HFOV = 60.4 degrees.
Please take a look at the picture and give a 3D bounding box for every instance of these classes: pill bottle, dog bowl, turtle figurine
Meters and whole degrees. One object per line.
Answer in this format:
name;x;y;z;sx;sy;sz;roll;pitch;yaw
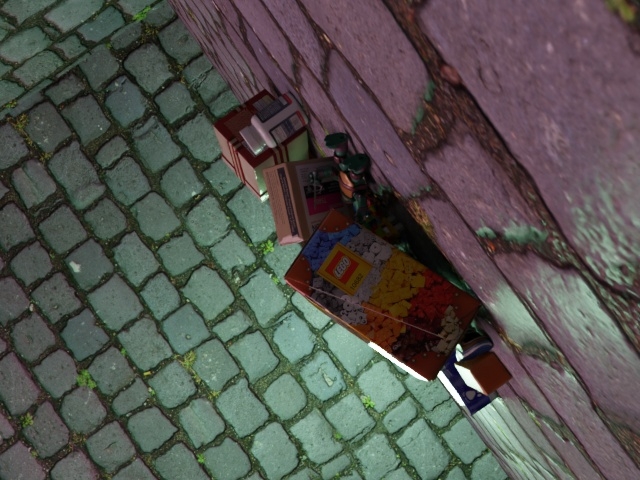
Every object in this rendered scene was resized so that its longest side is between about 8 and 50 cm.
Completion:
pill bottle;-0.135;-0.328;1.562;0.108;0.180;0.108;55;178;3
dog bowl;0.441;0.422;1.766;0.265;0.104;0.265;54;178;2
turtle figurine;0.057;-0.132;1.269;0.175;0.118;0.234;33;153;20

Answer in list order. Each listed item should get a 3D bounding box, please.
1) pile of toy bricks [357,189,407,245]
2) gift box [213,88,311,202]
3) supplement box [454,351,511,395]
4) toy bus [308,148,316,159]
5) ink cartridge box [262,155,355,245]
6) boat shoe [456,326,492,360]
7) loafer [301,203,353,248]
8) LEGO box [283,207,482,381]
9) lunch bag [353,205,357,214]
pile of toy bricks;0.122;-0.043;1.390;0.212;0.105;0.118;53;178;38
gift box;-0.166;-0.307;1.829;0.255;0.276;0.258;52;166;19
supplement box;0.408;0.333;1.405;0.080;0.078;0.233;54;178;12
toy bus;-0.065;-0.272;1.994;0.333;0.108;0.130;54;177;19
ink cartridge box;-0.021;-0.107;1.391;0.234;0.088;0.193;-19;-83;-51
boat shoe;0.354;0.245;1.315;0.183;0.066;0.066;99;158;-69
loafer;0.000;0.000;1.658;0.130;0.366;0.134;15;180;18
LEGO box;0.150;0.157;1.347;0.372;0.193;0.500;34;173;13
lunch bag;0.004;-0.087;1.873;0.293;0.220;0.138;41;-132;-64
